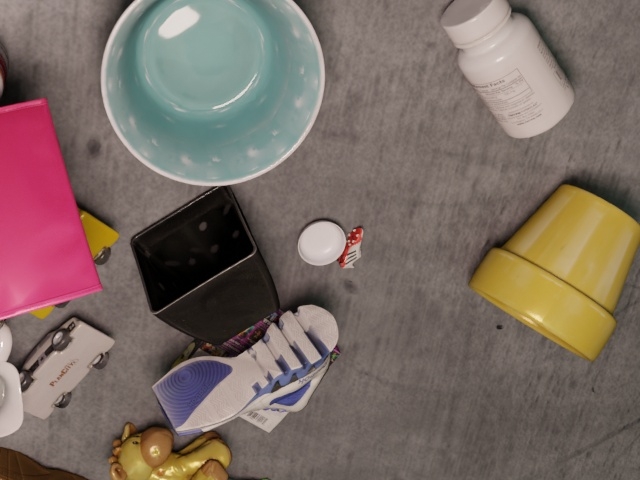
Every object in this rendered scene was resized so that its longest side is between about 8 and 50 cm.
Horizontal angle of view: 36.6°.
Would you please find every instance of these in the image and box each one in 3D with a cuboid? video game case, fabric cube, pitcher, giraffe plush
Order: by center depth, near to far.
[{"bbox_3d":[-0.467,-0.017,1.291,0.254,0.259,0.258,-18,93,-23],"label":"fabric cube"},{"bbox_3d":[-0.555,0.209,1.533,0.125,0.207,0.177,12,83,-48],"label":"pitcher"},{"bbox_3d":[-0.284,0.398,1.717,0.210,0.181,0.170,-46,107,-8],"label":"giraffe plush"},{"bbox_3d":[-0.116,0.216,1.728,0.232,0.042,0.210,34,105,-27],"label":"video game case"}]

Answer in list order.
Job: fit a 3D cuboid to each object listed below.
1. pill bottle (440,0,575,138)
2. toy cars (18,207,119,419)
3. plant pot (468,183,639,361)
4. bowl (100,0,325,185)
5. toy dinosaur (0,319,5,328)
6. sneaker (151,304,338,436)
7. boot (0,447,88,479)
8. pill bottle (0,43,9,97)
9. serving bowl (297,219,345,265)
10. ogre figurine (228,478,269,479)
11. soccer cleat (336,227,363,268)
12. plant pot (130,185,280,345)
[{"bbox_3d":[0.290,-0.282,1.519,0.131,0.131,0.229,-38,119,7],"label":"pill bottle"},{"bbox_3d":[-0.428,0.112,1.572,0.177,0.087,0.393,-8,124,-27],"label":"toy cars"},{"bbox_3d":[0.422,0.044,1.673,0.254,0.254,0.239,32,89,-26],"label":"plant pot"},{"bbox_3d":[-0.162,-0.253,1.402,0.312,0.163,0.311,-6,119,-11],"label":"bowl"},{"bbox_3d":[-0.567,0.052,1.458,0.218,0.321,0.164,20,152,-9],"label":"toy dinosaur"},{"bbox_3d":[-0.103,0.246,1.609,0.316,0.127,0.182,-26,148,-9],"label":"sneaker"},{"bbox_3d":[-0.556,0.486,1.732,0.262,0.095,0.203,28,109,-29],"label":"boot"},{"bbox_3d":[-0.477,-0.237,1.337,0.086,0.152,0.086,-6,118,-11],"label":"pill bottle"},{"bbox_3d":[0.000,0.000,1.652,0.083,0.027,0.083,-6,119,-11],"label":"serving bowl"},{"bbox_3d":[-0.194,0.518,1.842,0.197,0.096,0.118,-30,139,20],"label":"ogre figurine"},{"bbox_3d":[0.059,0.014,1.676,0.036,0.029,0.083,12,117,-29],"label":"soccer cleat"},{"bbox_3d":[-0.168,0.055,1.561,0.188,0.187,0.167,-32,134,4],"label":"plant pot"}]
